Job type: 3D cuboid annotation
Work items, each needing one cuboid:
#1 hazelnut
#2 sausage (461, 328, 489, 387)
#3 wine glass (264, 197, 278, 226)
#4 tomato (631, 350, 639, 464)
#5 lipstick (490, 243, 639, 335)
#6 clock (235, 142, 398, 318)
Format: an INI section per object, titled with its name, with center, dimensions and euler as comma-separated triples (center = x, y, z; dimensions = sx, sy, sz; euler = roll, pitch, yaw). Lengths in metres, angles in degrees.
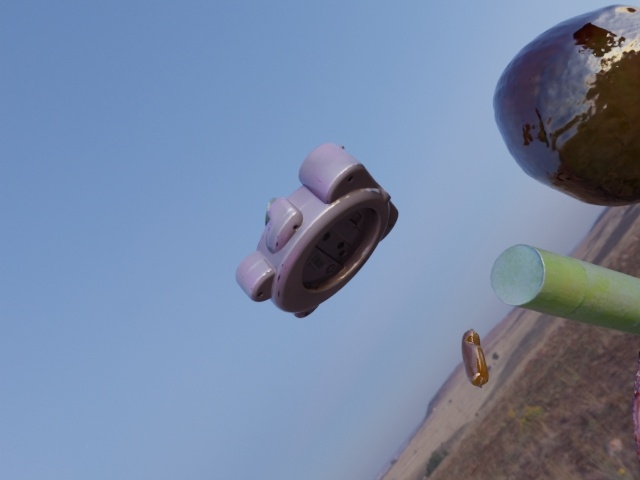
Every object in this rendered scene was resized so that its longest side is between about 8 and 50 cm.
[hazelnut]
center = 0.567, -0.259, 0.984
dimensions = 0.353, 0.420, 0.421
euler = -65, -22, -6
[sausage]
center = 0.424, 0.327, 1.300
dimensions = 0.183, 0.062, 0.054
euler = -89, 19, -45
[wine glass]
center = -0.026, -0.051, 1.237
dimensions = 0.103, 0.230, 0.103
euler = 13, -90, -77
[tomato]
center = 0.418, 0.185, 0.500
dimensions = 0.189, 0.173, 0.099
euler = -27, 9, -39
[lipstick]
center = 0.342, 0.069, 0.570
dimensions = 0.304, 0.076, 0.076
euler = 15, -61, -27
[clock]
center = 0.000, 0.000, 0.931
dimensions = 0.322, 0.113, 0.295
euler = -50, -32, 2
